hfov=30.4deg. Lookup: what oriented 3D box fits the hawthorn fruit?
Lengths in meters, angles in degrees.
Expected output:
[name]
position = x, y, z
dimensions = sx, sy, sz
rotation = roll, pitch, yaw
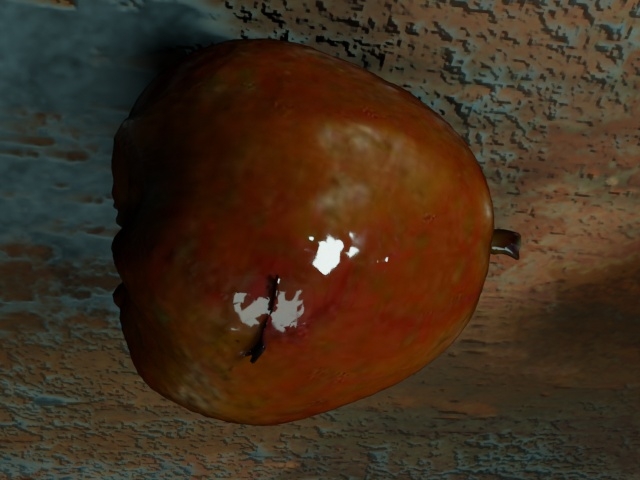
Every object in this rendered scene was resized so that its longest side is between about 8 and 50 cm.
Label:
[hawthorn fruit]
position = 0.000, 0.000, 0.564
dimensions = 0.202, 0.185, 0.185
rotation = 2, 140, -16
